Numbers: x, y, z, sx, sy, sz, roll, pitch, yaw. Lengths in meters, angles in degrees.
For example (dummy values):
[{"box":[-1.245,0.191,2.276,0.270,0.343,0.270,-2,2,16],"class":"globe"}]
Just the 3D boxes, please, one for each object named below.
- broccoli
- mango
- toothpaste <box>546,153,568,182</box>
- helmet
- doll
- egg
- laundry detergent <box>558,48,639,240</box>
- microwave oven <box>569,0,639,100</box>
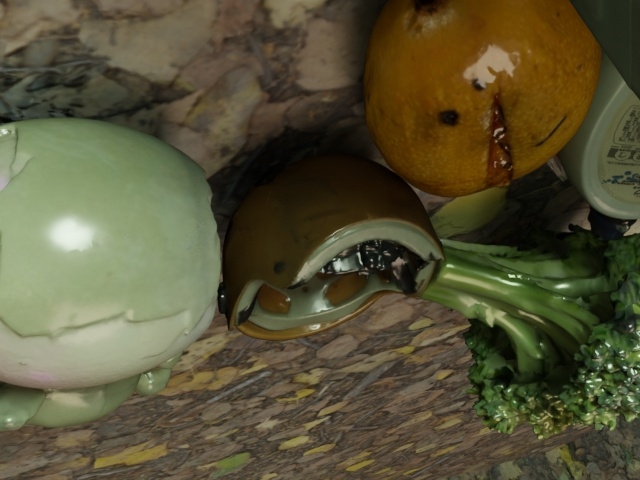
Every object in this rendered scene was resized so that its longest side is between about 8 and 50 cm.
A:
[{"box":[0.258,0.109,0.925,0.301,0.249,0.375,-6,-168,-8],"class":"broccoli"},{"box":[0.124,-0.105,0.617,0.177,0.120,0.295,-23,154,8],"class":"mango"},{"box":[0.354,-0.153,0.789,0.301,0.048,0.075,-29,157,21],"class":"toothpaste"},{"box":[0.000,0.000,0.717,0.198,0.130,0.224,-6,160,-21],"class":"helmet"},{"box":[-0.212,0.090,0.696,0.154,0.113,0.275,18,-178,10],"class":"doll"},{"box":[-0.180,0.009,0.541,0.217,0.183,0.183,-3,149,-21],"class":"egg"},{"box":[0.319,-0.102,0.729,0.214,0.105,0.281,-9,141,-7],"class":"laundry detergent"},{"box":[0.138,-0.226,0.260,0.181,0.238,0.295,-26,152,10],"class":"microwave oven"}]
